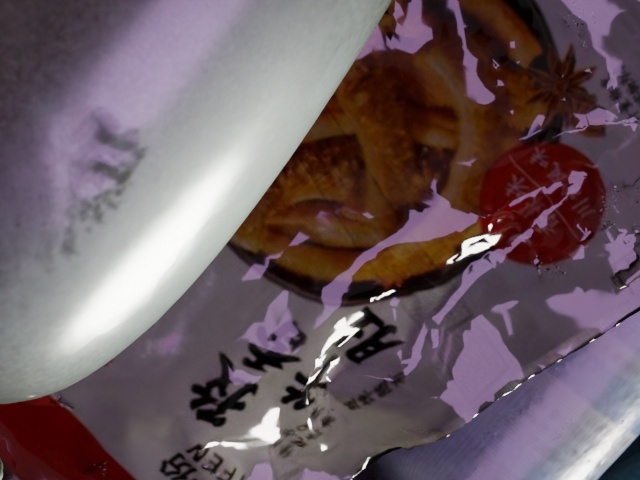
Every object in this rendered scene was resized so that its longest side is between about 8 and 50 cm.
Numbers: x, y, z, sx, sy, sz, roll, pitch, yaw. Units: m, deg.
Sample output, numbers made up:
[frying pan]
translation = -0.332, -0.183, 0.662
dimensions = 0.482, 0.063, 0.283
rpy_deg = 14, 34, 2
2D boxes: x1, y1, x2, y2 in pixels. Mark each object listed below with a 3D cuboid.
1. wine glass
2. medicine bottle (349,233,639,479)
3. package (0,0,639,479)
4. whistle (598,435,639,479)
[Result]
[wine glass]
translation = -0.068, -0.031, 0.384
dimensions = 0.204, 0.111, 0.111
rpy_deg = -49, 131, 10
[medicine bottle]
translation = 0.052, 0.059, 0.533
dimensions = 0.203, 0.083, 0.083
rpy_deg = -48, 131, 8
[package]
translation = 0.000, 0.000, 0.468
dimensions = 0.239, 0.030, 0.154
rpy_deg = -38, 103, 6
[whistle]
translation = 0.177, 0.089, 0.601
dimensions = 0.274, 0.093, 0.186
rpy_deg = -27, 156, -1
